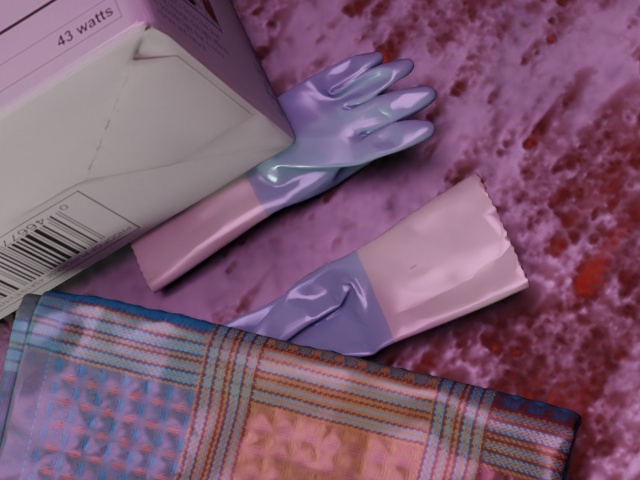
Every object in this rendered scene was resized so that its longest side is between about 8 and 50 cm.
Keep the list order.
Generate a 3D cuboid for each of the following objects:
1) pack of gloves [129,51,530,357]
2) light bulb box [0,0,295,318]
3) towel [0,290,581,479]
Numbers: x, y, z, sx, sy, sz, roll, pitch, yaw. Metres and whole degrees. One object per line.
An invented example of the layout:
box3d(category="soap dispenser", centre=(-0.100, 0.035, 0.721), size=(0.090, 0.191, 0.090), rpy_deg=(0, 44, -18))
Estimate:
box3d(category="pack of gloves", centre=(0.000, 0.000, 1.138), size=(0.232, 0.046, 0.195), rpy_deg=(-28, 71, 13))
box3d(category="light bulb box", centre=(-0.268, -0.154, 1.133), size=(0.358, 0.225, 0.361), rpy_deg=(-29, 67, 11))
box3d(category="towel", centre=(-0.050, 0.191, 1.067), size=(0.370, 0.040, 0.272), rpy_deg=(11, 83, 18))
